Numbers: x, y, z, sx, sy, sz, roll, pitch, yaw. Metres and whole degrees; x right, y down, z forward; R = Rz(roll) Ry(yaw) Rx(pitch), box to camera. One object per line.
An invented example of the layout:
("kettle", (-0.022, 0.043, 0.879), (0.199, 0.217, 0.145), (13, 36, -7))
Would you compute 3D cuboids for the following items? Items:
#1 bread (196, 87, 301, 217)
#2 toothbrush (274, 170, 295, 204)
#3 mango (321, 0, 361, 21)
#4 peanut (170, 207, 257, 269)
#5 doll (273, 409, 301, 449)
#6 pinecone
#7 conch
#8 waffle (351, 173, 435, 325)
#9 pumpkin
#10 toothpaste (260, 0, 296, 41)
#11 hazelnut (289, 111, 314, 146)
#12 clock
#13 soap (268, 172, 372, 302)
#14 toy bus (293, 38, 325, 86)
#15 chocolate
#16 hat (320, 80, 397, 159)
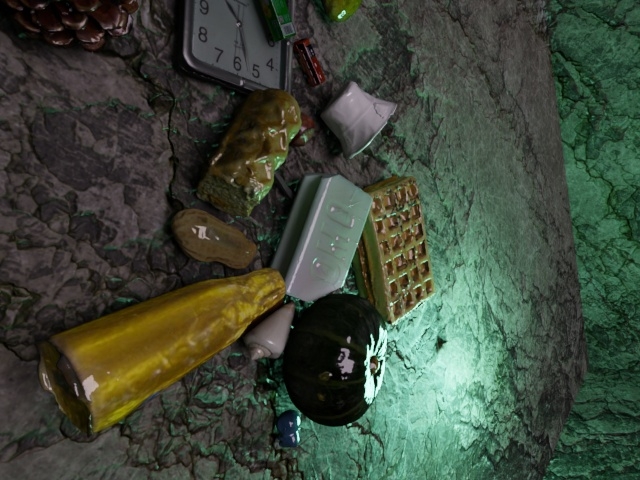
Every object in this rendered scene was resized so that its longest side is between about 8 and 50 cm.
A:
("bread", (-0.132, -0.188, 0.904), (0.268, 0.152, 0.130), (-67, 152, -26))
("toothbrush", (-0.062, -0.093, 1.069), (0.297, 0.030, 0.030), (50, 49, -36))
("mango", (0.035, -0.705, 1.078), (0.176, 0.176, 0.330), (-26, 116, 4))
("peanut", (-0.201, 0.004, 0.880), (0.194, 0.083, 0.094), (34, 66, -42))
("doll", (-0.070, 0.429, 1.048), (0.076, 0.050, 0.084), (-7, 93, -51))
("pinecone", (-0.354, -0.381, 0.634), (0.221, 0.221, 0.222), (0, 90, -47))
("conch", (-0.108, 0.179, 0.976), (0.094, 0.104, 0.176), (78, 34, -52))
("waffle", (0.191, 0.023, 1.280), (0.260, 0.113, 0.377), (-25, 108, -41))
("pumpkin", (0.032, 0.263, 1.032), (0.300, 0.207, 0.301), (11, 90, -67))
("toothpaste", (-0.103, -0.508, 0.947), (0.043, 0.037, 0.179), (-38, 117, -36))
("hazelnut", (-0.054, -0.257, 1.047), (0.086, 0.086, 0.087), (0, 90, -47))
("clock", (-0.167, -0.442, 0.941), (0.273, 0.049, 0.279), (5, 86, -47))
("soap", (0.000, 0.000, 1.055), (0.172, 0.095, 0.290), (28, 79, -41))
("toy bus", (-0.027, -0.424, 1.093), (0.031, 0.043, 0.110), (-47, 123, -35))
("chocolate", (-0.228, 0.153, 0.797), (0.445, 0.162, 0.162), (-23, 107, -46))
("hat", (0.079, -0.310, 1.134), (0.126, 0.203, 0.203), (39, 61, -15))
